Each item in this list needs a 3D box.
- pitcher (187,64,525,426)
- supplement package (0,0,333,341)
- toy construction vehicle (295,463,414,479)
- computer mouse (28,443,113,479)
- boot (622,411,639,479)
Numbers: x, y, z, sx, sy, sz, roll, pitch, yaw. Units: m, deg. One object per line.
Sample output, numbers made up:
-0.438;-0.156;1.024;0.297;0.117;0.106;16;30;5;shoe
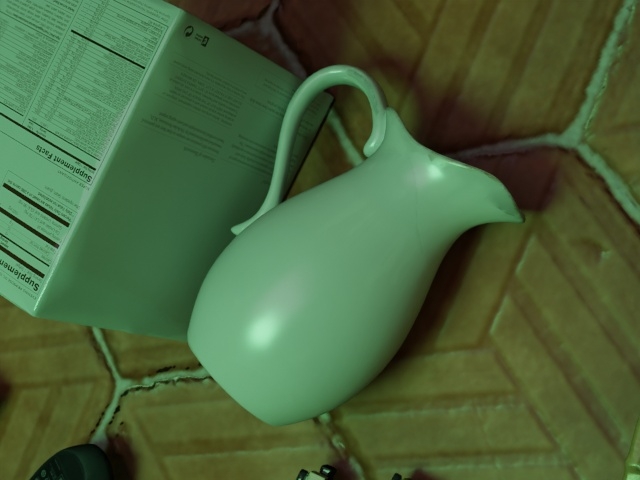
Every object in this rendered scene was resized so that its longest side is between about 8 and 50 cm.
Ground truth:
0.000;0.000;0.772;0.207;0.125;0.178;-46;62;3;pitcher
-0.133;-0.059;0.808;0.149;0.194;0.203;29;95;30;supplement package
0.020;0.189;0.778;0.086;0.035;0.098;19;93;19;toy construction vehicle
-0.226;0.242;0.900;0.242;0.041;0.071;-47;55;21;computer mouse
0.283;0.188;0.608;0.270;0.089;0.236;15;75;28;boot
